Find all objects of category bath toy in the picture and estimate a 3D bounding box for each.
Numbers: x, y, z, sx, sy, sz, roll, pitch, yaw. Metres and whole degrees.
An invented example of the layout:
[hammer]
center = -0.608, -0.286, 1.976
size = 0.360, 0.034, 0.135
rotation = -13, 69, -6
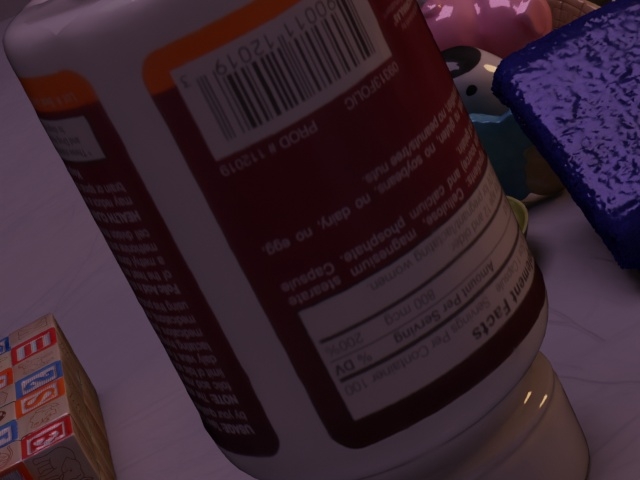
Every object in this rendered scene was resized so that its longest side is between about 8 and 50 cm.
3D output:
[bath toy]
center = 0.154, -0.183, 1.588
size = 0.348, 0.151, 0.129
rotation = -97, 30, -49

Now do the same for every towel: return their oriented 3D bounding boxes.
[towel]
center = 0.308, -0.114, 1.317
size = 0.308, 0.076, 0.228
rotation = -25, 50, -4

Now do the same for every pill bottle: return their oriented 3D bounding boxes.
[pill bottle]
center = 0.000, 0.000, 1.034
size = 0.224, 0.392, 0.224
rotation = -23, 19, 8

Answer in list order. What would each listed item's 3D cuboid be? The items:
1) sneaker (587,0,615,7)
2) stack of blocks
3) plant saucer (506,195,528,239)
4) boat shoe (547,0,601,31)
[sneaker]
center = 0.279, -0.257, 1.869
size = 0.077, 0.072, 0.178
rotation = -28, 9, 34
[stack of blocks]
center = -0.262, 0.175, 1.405
size = 0.171, 0.087, 0.297
rotation = -28, 18, -4
[plant saucer]
center = 0.062, 0.039, 1.410
size = 0.241, 0.037, 0.241
rotation = -25, 18, 9
[boat shoe]
center = 0.224, -0.187, 1.710
size = 0.092, 0.103, 0.285
rotation = 2, 6, -33
